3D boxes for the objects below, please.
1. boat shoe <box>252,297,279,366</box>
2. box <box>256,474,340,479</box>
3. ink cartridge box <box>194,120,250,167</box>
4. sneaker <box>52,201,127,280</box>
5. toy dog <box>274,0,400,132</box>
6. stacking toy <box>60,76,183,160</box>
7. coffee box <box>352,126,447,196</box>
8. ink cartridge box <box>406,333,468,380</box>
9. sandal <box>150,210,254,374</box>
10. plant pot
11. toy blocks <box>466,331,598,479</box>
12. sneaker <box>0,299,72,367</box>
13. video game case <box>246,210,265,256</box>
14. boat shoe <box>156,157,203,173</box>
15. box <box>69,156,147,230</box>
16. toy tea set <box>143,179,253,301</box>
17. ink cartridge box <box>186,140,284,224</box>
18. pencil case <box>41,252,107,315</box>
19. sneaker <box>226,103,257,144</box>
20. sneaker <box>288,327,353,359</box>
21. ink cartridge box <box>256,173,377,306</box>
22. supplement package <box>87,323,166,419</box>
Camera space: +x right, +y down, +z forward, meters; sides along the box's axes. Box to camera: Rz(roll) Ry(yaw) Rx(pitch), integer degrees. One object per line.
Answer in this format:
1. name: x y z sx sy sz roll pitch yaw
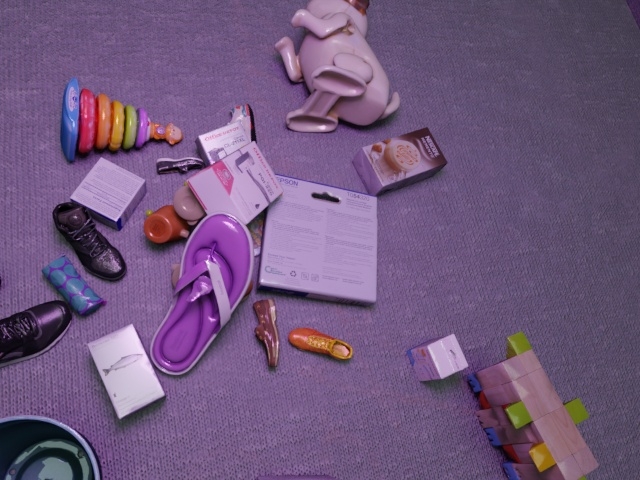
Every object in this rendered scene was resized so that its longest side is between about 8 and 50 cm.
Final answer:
1. boat shoe: -0.139 0.236 1.208 0.060 0.064 0.177 -4 66 -12
2. box: -0.053 0.629 1.058 0.182 0.119 0.180 6 69 -14
3. ink cartridge box: -0.248 -0.222 1.298 0.128 0.072 0.175 -27 100 -19
4. sneaker: -0.559 -0.001 1.134 0.087 0.130 0.227 -38 87 -22
5. toy dog: 0.064 -0.572 1.435 0.396 0.284 0.407 -1 69 -17
6. stacking toy: -0.516 -0.300 1.257 0.302 0.166 0.175 3 66 -30
7. coffee box: 0.244 -0.242 1.463 0.247 0.098 0.141 -22 79 -22
8. ink cartridge box: 0.313 0.312 1.261 0.090 0.143 0.092 -18 77 -21
9. sandal: -0.268 0.138 1.077 0.170 0.102 0.415 22 101 -5
10. plant pot: -0.544 0.473 0.898 0.272 0.255 0.271 5 70 -13
11. toy blocks: 0.509 0.457 1.218 0.191 0.261 0.381 -17 70 -19
12. sneaker: -0.685 0.218 1.020 0.283 0.124 0.107 -31 82 -23
13. video game case: -0.204 -0.008 1.298 0.166 0.015 0.119 -26 80 -22
14. boat shoe: -0.385 -0.203 1.299 0.125 0.046 0.038 -2 72 -14
15. box: -0.537 -0.118 1.210 0.126 0.072 0.137 28 65 -5
16. toy tea set: -0.302 0.021 1.211 0.200 0.124 0.335 -24 98 11
17. ink cartridge box: -0.201 -0.134 1.168 0.158 0.092 0.218 60 29 -15
18. pencil case: -0.584 0.107 1.121 0.151 0.064 0.070 49 27 4
19. sneaker: -0.233 -0.318 1.387 0.076 0.057 0.161 -8 81 9
20. sneaker: 0.003 0.264 1.233 0.175 0.067 0.064 16 69 -8
21. ink cartridge box: 0.000 0.000 1.318 0.325 0.071 0.329 11 64 -15
22. supplement package: -0.435 0.297 1.074 0.105 0.105 0.179 -25 79 -21
